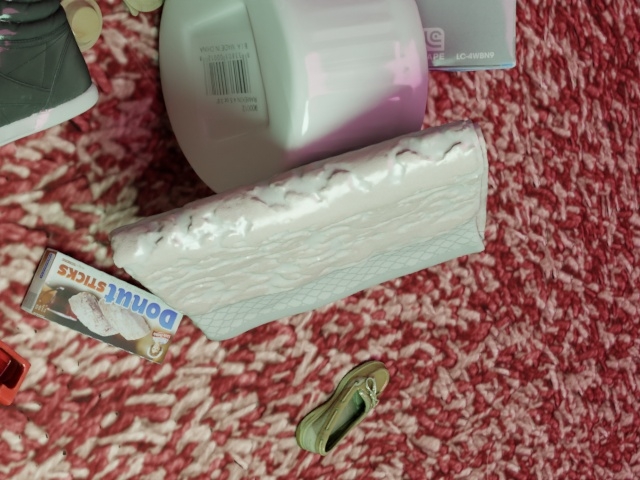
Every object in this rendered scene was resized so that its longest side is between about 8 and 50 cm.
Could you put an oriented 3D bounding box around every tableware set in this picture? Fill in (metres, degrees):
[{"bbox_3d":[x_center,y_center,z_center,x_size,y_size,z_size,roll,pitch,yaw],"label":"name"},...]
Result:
[{"bbox_3d":[-0.209,-0.256,1.222,0.168,0.020,0.141,-41,128,-32],"label":"tableware set"}]

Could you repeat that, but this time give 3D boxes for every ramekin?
[{"bbox_3d":[-0.038,-0.163,1.248,0.135,0.277,0.277,-12,111,-36],"label":"ramekin"}]

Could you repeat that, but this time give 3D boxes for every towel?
[{"bbox_3d":[0.000,0.000,1.258,0.317,0.331,0.053,62,10,-71],"label":"towel"}]

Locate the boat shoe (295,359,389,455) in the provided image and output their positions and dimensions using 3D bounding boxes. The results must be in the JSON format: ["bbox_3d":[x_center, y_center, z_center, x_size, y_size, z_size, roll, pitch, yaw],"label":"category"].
[{"bbox_3d":[0.037,0.202,1.589,0.153,0.048,0.056,-36,125,-33],"label":"boat shoe"}]

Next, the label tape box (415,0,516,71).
[{"bbox_3d":[0.118,-0.359,1.291,0.115,0.249,0.348,-1,108,-5],"label":"label tape box"}]

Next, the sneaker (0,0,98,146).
[{"bbox_3d":[-0.320,-0.136,1.091,0.295,0.104,0.147,-34,123,-41],"label":"sneaker"}]

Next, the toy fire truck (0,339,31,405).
[{"bbox_3d":[-0.346,0.156,1.122,0.192,0.135,0.047,-57,134,-17],"label":"toy fire truck"}]

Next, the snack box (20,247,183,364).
[{"bbox_3d":[-0.213,0.068,1.313,0.178,0.022,0.064,29,80,-46],"label":"snack box"}]
